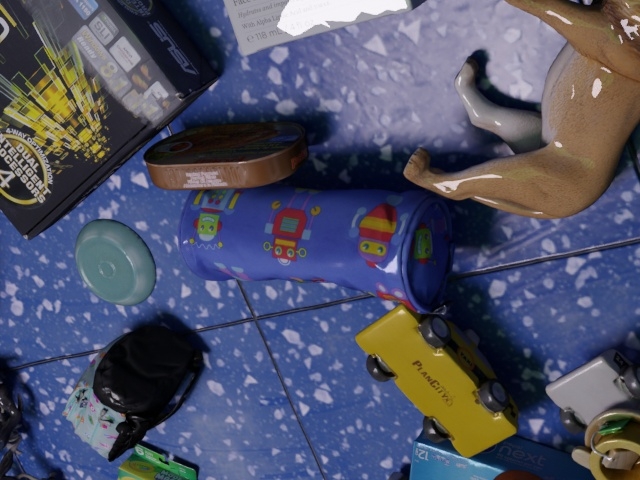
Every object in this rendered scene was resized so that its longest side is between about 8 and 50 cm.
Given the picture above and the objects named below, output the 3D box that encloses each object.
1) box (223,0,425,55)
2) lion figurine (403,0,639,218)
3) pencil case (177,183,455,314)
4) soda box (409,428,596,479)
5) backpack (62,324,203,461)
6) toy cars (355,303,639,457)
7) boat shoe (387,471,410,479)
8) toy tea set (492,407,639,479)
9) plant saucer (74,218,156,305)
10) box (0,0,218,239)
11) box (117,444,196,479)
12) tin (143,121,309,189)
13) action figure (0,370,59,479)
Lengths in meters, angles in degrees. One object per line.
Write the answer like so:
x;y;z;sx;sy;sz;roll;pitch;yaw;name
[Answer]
0.021;-0.266;1.102;0.181;0.182;0.119;-10;110;31;box
0.247;-0.131;1.101;0.240;0.142;0.392;29;139;3;lion figurine
0.000;0.000;1.267;0.306;0.133;0.119;7;85;33;pencil case
0.208;0.264;1.340;0.210;0.067;0.071;16;121;20;soda box
-0.244;0.191;1.507;0.115;0.152;0.182;45;138;8;backpack
0.230;0.158;1.270;0.393;0.087;0.177;14;124;17;toy cars
0.104;0.439;1.435;0.095;0.112;0.335;11;106;19;boat shoe
0.287;0.288;1.187;0.200;0.124;0.336;44;127;-5;toy tea set
-0.260;0.032;1.497;0.119;0.021;0.119;12;119;22;plant saucer
-0.347;-0.240;1.361;0.318;0.097;0.395;-35;95;33;box
-0.224;0.364;1.632;0.105;0.043;0.179;20;120;17;box
-0.102;-0.090;1.301;0.189;0.106;0.040;0;114;28;tin
-0.469;0.270;1.655;0.164;0.141;0.276;-7;113;42;action figure
